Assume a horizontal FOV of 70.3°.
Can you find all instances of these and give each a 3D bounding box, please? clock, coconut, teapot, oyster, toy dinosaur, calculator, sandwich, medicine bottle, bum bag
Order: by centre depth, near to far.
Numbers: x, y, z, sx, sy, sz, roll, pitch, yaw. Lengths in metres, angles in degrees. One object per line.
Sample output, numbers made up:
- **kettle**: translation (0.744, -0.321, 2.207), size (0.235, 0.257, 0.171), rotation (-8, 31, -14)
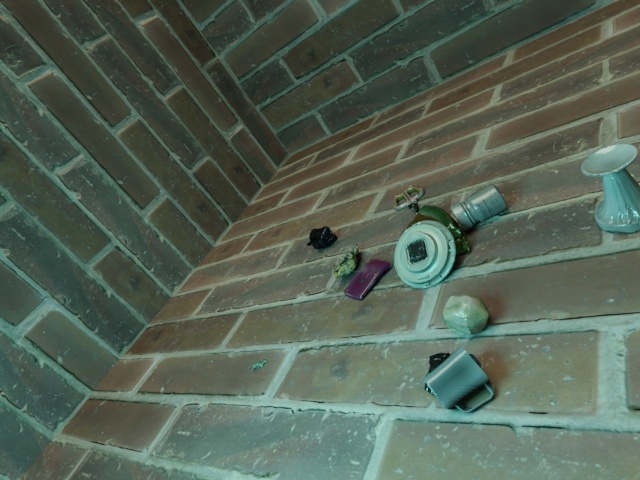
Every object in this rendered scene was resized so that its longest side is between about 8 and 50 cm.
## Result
- **bum bag**: translation (0.302, 0.342, 1.176), size (0.058, 0.034, 0.124), rotation (-9, 36, 35)
- **coconut**: translation (0.395, 0.200, 1.222), size (0.125, 0.110, 0.110), rotation (-14, 32, 55)
- **clock**: translation (0.335, 0.042, 1.519), size (0.237, 0.053, 0.236), rotation (-15, 68, 42)
- **medicine bottle**: translation (0.552, -0.115, 1.589), size (0.168, 0.105, 0.105), rotation (-30, 24, 15)
- **sandwich**: translation (0.399, -0.027, 1.634), size (0.212, 0.109, 0.292), rotation (-28, 25, 20)
- **toy dinosaur**: translation (-0.239, 0.467, 1.728), size (0.062, 0.021, 0.083), rotation (-41, 26, -26)
- **calculator**: translation (0.175, 0.145, 1.730), size (0.190, 0.034, 0.127), rotation (-46, 26, -18)
- **oyster**: translation (0.118, 0.087, 1.885), size (0.133, 0.072, 0.209), rotation (-39, 3, 12)
- **teapot**: translation (0.000, 0.000, 2.184), size (0.177, 0.087, 0.096), rotation (-9, 40, 48)

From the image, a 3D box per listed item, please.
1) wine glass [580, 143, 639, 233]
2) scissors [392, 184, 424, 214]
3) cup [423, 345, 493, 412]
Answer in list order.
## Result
- **wine glass**: translation (0.783, -0.139, 1.192), size (0.165, 0.196, 0.164), rotation (-32, 21, 14)
- **scissors**: translation (0.401, -0.163, 1.992), size (0.160, 0.024, 0.317), rotation (-33, 24, 10)
- **cup**: translation (0.333, 0.338, 1.074), size (0.129, 0.095, 0.128), rotation (-40, 62, 3)
